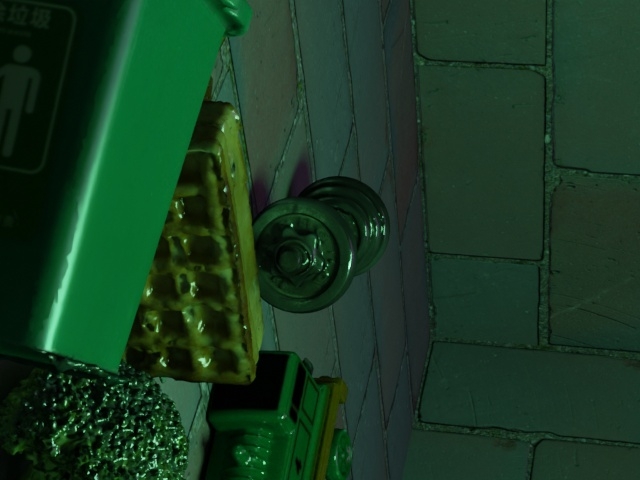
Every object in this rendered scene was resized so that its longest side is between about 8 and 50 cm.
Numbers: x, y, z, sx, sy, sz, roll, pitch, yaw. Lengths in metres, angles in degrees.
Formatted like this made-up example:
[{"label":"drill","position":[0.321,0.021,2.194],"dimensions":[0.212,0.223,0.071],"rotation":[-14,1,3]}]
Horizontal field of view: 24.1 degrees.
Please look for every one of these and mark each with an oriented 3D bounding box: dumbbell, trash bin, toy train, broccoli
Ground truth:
[{"label":"dumbbell","position":[0.000,0.000,2.361],"dimensions":[0.406,0.179,0.179],"rotation":[-33,127,-74]},{"label":"trash bin","position":[-0.221,-0.093,1.172],"dimensions":[0.295,0.259,0.381],"rotation":[45,57,-74]},{"label":"toy train","position":[-0.076,0.333,2.154],"dimensions":[0.249,0.178,0.429],"rotation":[64,31,-49]},{"label":"broccoli","position":[-0.218,0.203,1.441],"dimensions":[0.226,0.198,0.176],"rotation":[-20,154,-47]}]

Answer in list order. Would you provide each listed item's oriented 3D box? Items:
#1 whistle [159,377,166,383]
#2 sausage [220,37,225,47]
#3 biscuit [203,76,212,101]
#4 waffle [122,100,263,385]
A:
[{"label":"whistle","position":[-0.213,0.050,1.640],"dimensions":[0.114,0.077,0.236],"rotation":[-118,-167,-51]},{"label":"sausage","position":[-0.173,-0.200,1.605],"dimensions":[0.125,0.117,0.317],"rotation":[-45,-162,38]},{"label":"biscuit","position":[-0.163,-0.174,1.911],"dimensions":[0.130,0.019,0.119],"rotation":[-68,158,-54]},{"label":"waffle","position":[-0.171,0.007,1.476],"dimensions":[0.091,0.213,0.308],"rotation":[-73,162,-51]}]
